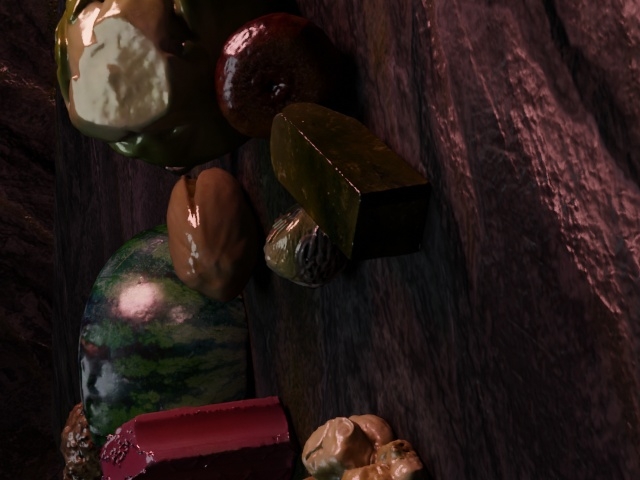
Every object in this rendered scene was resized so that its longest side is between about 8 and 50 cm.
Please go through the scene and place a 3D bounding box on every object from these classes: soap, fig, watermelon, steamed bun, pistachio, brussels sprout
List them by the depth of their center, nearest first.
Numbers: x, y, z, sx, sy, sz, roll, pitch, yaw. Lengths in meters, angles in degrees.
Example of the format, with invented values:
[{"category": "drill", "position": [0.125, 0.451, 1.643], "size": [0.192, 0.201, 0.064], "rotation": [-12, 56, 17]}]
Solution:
[{"category": "steamed bun", "position": [0.036, 0.286, 1.404], "size": [0.177, 0.106, 0.192], "rotation": [-129, 38, -62]}, {"category": "fig", "position": [-0.035, -0.191, 1.530], "size": [0.201, 0.146, 0.133], "rotation": [-34, -72, -72]}, {"category": "brussels sprout", "position": [-0.185, -0.234, 1.632], "size": [0.354, 0.281, 0.289], "rotation": [-60, -6, -65]}, {"category": "soap", "position": [-0.163, 0.292, 1.765], "size": [0.162, 0.250, 0.099], "rotation": [111, 147, -48]}, {"category": "pistachio", "position": [-0.150, -0.014, 1.867], "size": [0.135, 0.136, 0.226], "rotation": [106, 159, -45]}, {"category": "watermelon", "position": [-0.194, 0.126, 1.998], "size": [0.222, 0.319, 0.292], "rotation": [-4, 98, 37]}]

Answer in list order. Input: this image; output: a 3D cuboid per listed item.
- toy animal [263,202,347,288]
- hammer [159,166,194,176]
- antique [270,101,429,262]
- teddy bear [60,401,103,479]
[{"category": "toy animal", "position": [0.000, 0.000, 1.494], "size": [0.137, 0.098, 0.098], "rotation": [-33, 60, 39]}, {"category": "hammer", "position": [-0.169, -0.192, 1.896], "size": [0.159, 0.041, 0.226], "rotation": [-48, -15, -52]}, {"category": "antique", "position": [0.022, -0.069, 1.371], "size": [0.221, 0.080, 0.081], "rotation": [-130, 40, -50]}, {"category": "teddy bear", "position": [-0.315, 0.314, 2.257], "size": [0.296, 0.223, 0.246], "rotation": [137, 129, -66]}]
